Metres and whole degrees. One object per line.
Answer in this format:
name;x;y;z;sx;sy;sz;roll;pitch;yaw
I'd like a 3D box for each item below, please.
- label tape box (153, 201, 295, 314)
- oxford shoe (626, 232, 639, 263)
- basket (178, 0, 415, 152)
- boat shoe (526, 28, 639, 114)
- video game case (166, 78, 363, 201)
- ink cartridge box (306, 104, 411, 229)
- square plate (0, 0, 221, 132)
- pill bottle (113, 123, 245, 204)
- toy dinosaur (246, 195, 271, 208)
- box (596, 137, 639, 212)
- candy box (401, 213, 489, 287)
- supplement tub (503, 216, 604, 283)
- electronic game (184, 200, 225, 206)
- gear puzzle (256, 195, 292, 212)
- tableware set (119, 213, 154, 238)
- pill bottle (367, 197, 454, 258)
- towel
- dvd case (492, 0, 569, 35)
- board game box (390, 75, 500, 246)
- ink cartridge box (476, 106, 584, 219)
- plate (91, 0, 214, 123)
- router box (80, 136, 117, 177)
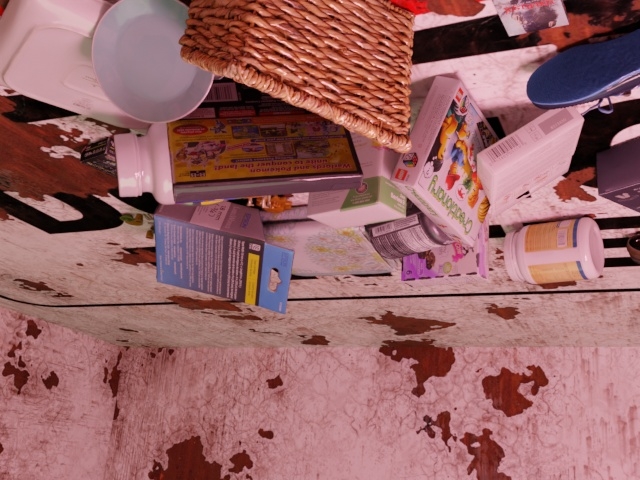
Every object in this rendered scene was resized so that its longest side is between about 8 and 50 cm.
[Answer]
label tape box;-0.222;0.028;1.860;0.334;0.106;0.240;14;136;3
oxford shoe;0.830;0.012;1.808;0.227;0.082;0.096;-9;153;32
basket;-0.040;-0.234;1.073;0.299;0.223;0.213;17;158;-34
boat shoe;0.432;-0.237;1.130;0.258;0.109;0.089;-9;161;40
video game case;-0.094;-0.163;1.189;0.275;0.248;0.035;-5;138;-10
ink cartridge box;0.068;-0.138;1.343;0.154;0.212;0.093;-10;159;38
square plate;-0.363;-0.279;1.289;0.347;0.049;0.344;17;158;-32
pill bottle;-0.230;-0.143;1.406;0.272;0.152;0.152;-6;164;-15
toy dinosaur;-0.125;-0.115;1.613;0.053;0.092;0.183;7;-179;9
box;0.624;-0.123;1.436;0.158;0.093;0.156;16;159;-32
candy box;0.292;0.017;1.820;0.196;0.164;0.070;-8;159;33
supplement tub;0.546;0.027;1.821;0.200;0.144;0.144;-8;158;34
electronic game;-0.243;-0.146;1.554;0.229;0.048;0.229;-6;144;-4
gear puzzle;-0.191;-0.116;1.731;0.176;0.044;0.339;-9;157;35
tableware set;-0.468;-0.036;2.072;0.104;0.024;0.154;2;162;8
pill bottle;0.229;-0.042;1.718;0.130;0.130;0.246;18;157;-35
towel;0.000;0.000;1.975;0.375;0.090;0.320;-4;157;24
dvd case;0.283;-0.321;1.056;0.087;0.013;0.119;-5;158;27
board game box;0.236;-0.128;1.360;0.053;0.193;0.305;20;173;34
ink cartridge box;0.368;-0.138;1.387;0.181;0.056;0.224;-32;161;0
plate;-0.244;-0.267;1.145;0.188;0.188;0.024;3;-162;6
router box;-0.430;-0.170;1.643;0.092;0.038;0.122;-10;157;38
